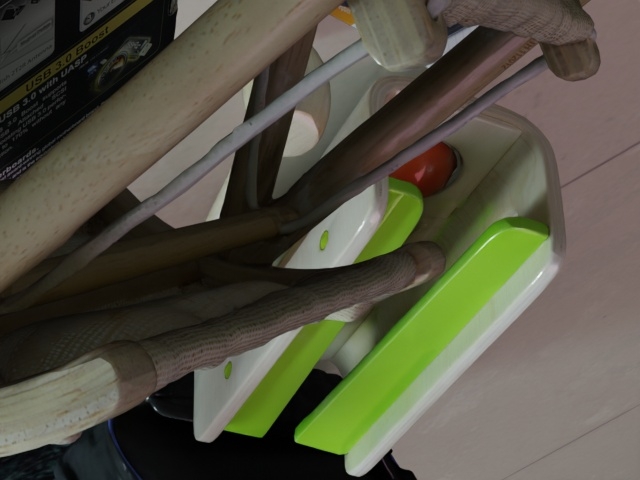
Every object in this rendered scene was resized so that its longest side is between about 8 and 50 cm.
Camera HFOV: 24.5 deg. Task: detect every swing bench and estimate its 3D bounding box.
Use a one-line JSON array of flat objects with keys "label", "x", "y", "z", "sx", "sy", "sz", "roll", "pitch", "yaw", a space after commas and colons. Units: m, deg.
[{"label": "swing bench", "x": -0.029, "y": -0.057, "z": 0.450, "sx": 0.255, "sy": 0.165, "sz": 0.253, "roll": -57, "pitch": 166, "yaw": 19}]

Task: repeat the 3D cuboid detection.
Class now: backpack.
[{"label": "backpack", "x": -0.047, "y": 0.224, "z": 1.107, "sx": 0.263, "sy": 0.276, "sz": 0.213, "roll": -9, "pitch": 155, "yaw": -44}]

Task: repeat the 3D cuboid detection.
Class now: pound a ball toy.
[{"label": "pound a ball toy", "x": 0.000, "y": 0.000, "z": 0.902, "sx": 0.208, "sy": 0.136, "sz": 0.319, "roll": 15, "pitch": 138, "yaw": -19}]

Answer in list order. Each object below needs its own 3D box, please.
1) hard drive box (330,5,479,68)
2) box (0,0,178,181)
[{"label": "hard drive box", "x": 0.082, "y": -0.192, "z": 0.630, "sx": 0.232, "sy": 0.089, "sz": 0.181, "roll": -38, "pitch": 152, "yaw": 22}, {"label": "box", "x": -0.203, "y": -0.054, "z": 0.456, "sx": 0.395, "sy": 0.097, "sz": 0.318, "roll": -41, "pitch": 164, "yaw": -28}]
